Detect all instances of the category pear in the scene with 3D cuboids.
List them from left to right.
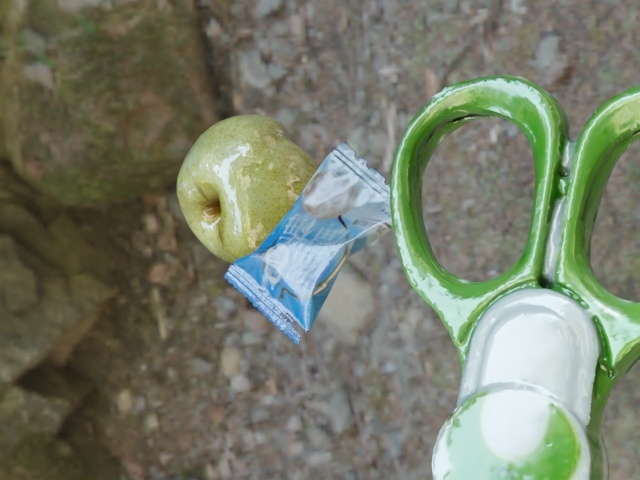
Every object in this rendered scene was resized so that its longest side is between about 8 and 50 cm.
[{"bbox_3d":[-0.071,-0.050,1.457,0.167,0.136,0.167,23,123,42],"label":"pear"}]

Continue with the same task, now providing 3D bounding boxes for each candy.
[{"bbox_3d":[0.000,0.001,0.989,0.136,0.038,0.088,-48,54,-1],"label":"candy"}]

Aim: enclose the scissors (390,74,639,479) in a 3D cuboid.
[{"bbox_3d":[0.053,0.057,0.359,0.101,0.027,0.204,7,82,30],"label":"scissors"}]
